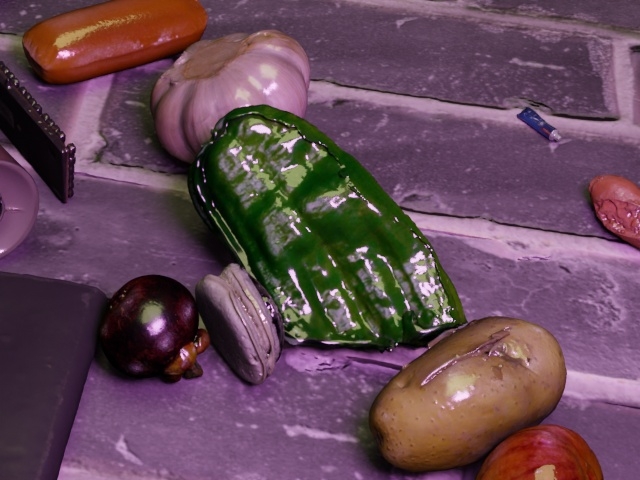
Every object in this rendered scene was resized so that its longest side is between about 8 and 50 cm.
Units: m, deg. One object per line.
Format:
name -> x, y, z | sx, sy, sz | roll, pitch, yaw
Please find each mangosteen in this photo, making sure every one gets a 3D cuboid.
mangosteen -> -0.184, 0.108, 1.591 | 0.140, 0.140, 0.140 | 4, 44, -4

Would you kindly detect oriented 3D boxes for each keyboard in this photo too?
keyboard -> -0.411, -0.180, 1.853 | 0.027, 0.106, 0.317 | -23, 53, -29

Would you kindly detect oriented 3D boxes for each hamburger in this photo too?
hamburger -> -0.090, 0.094, 1.602 | 0.062, 0.133, 0.140 | -28, 46, -22

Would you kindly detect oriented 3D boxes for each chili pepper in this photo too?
chili pepper -> -0.001, 0.004, 1.686 | 0.385, 0.213, 0.167 | 47, 9, 10

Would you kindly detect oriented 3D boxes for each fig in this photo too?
fig -> 0.217, 0.287, 1.449 | 0.202, 0.148, 0.149 | -51, 24, -4

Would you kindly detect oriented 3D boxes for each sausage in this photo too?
sausage -> 0.491, 0.005, 1.821 | 0.326, 0.079, 0.087 | 28, 47, 21
sausage -> -0.291, -0.295, 1.995 | 0.274, 0.105, 0.105 | -20, 51, -27

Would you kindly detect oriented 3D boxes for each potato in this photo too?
potato -> 0.164, 0.168, 1.534 | 0.248, 0.169, 0.143 | -24, 62, -27

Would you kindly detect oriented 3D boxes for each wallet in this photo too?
wallet -> -0.380, 0.193, 1.503 | 0.228, 0.062, 0.406 | 8, 44, 1

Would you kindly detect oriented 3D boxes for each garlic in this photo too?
garlic -> -0.115, -0.183, 1.864 | 0.228, 0.152, 0.228 | -20, 42, 18

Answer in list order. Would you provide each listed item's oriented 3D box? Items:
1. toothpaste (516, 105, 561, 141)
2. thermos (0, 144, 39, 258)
toothpaste -> 0.320, -0.168, 2.017 | 0.027, 0.019, 0.083 | -35, 53, -16
thermos -> -0.485, -0.089, 1.731 | 0.176, 0.146, 0.265 | -30, 46, -22
